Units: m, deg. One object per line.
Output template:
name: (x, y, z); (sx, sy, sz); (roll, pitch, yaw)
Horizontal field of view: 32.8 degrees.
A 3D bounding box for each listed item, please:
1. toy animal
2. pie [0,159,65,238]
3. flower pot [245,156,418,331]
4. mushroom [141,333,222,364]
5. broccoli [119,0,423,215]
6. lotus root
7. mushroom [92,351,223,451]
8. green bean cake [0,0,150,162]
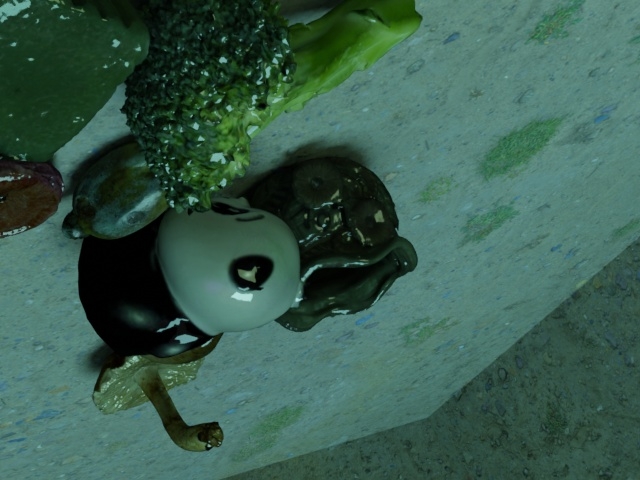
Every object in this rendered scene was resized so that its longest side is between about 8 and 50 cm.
toy animal: (-0.181, 0.052, 1.635); (0.310, 0.251, 0.251); (-8, 166, 26)
pie: (-0.433, -0.059, 1.456); (0.182, 0.050, 0.182); (-17, 158, -7)
flower pot: (0.000, 0.000, 1.822); (0.301, 0.213, 0.302); (-22, 158, -9)
mushroom: (-0.234, 0.134, 1.956); (0.285, 0.151, 0.156); (-35, 157, 22)
broccoli: (-0.058, -0.219, 1.285); (0.397, 0.275, 0.353); (-27, -171, 1)
lotus root: (-0.286, -0.062, 1.531); (0.192, 0.113, 0.088); (-34, -168, 16)
mushroom: (-0.330, 0.311, 2.101); (0.208, 0.302, 0.233); (30, 114, -24)
green bean cake: (-0.324, -0.195, 1.139); (0.227, 0.125, 0.222); (-47, 149, 21)
